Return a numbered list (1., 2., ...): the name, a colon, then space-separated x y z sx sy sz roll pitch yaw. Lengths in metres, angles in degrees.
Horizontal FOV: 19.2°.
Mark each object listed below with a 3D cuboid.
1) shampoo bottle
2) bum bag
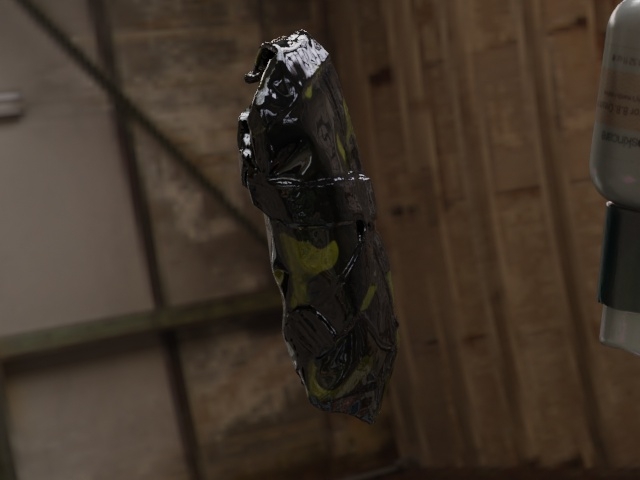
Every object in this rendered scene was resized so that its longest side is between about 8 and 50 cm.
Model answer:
1. shampoo bottle: 0.177 -0.031 1.000 0.074 0.074 0.192 19 -75 49
2. bum bag: 0.000 0.000 1.068 0.060 0.106 0.232 -8 -74 28
